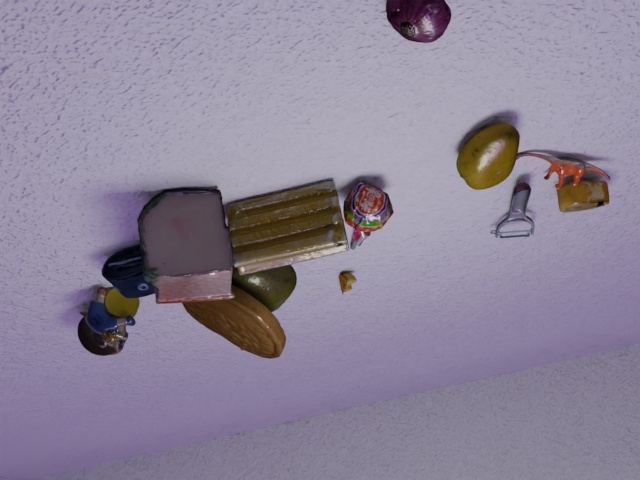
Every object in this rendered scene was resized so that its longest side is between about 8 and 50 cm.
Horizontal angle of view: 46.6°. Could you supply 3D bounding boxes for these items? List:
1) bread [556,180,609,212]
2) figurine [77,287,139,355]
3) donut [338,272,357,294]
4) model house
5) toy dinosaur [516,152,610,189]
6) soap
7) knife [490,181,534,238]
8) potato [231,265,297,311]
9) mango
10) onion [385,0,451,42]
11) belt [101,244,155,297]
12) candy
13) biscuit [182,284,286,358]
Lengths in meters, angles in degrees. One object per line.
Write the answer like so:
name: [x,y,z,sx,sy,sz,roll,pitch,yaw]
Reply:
bread: [0.695,-0.112,1.978,0.149,0.073,0.122,-4,171,-25]
figurine: [-0.612,0.244,2.139,0.158,0.161,0.275,-37,173,-37]
donut: [0.084,0.131,2.261,0.038,0.067,0.083,-20,122,-19]
model house: [-0.314,0.038,1.739,0.202,0.237,0.237,-9,149,-12]
toy dinosaur: [0.603,-0.180,1.873,0.279,0.055,0.101,-1,142,-15]
soap: [-0.081,-0.028,1.780,0.274,0.173,0.089,-12,156,4]
knife: [0.529,-0.087,2.016,0.123,0.053,0.278,-8,152,5]
potato: [-0.166,0.107,2.023,0.174,0.159,0.251,-55,142,-9]
mango: [0.392,-0.198,1.717,0.137,0.098,0.195,4,142,-20]
onion: [0.170,-0.395,1.273,0.104,0.115,0.115,-55,152,-11]
belt: [-0.436,0.080,1.900,0.218,0.122,0.128,-14,139,16]
candy: [0.105,-0.040,1.928,0.124,0.124,0.365,-6,162,-8]
biscuit: [-0.257,0.212,2.061,0.365,0.062,0.385,29,156,13]
